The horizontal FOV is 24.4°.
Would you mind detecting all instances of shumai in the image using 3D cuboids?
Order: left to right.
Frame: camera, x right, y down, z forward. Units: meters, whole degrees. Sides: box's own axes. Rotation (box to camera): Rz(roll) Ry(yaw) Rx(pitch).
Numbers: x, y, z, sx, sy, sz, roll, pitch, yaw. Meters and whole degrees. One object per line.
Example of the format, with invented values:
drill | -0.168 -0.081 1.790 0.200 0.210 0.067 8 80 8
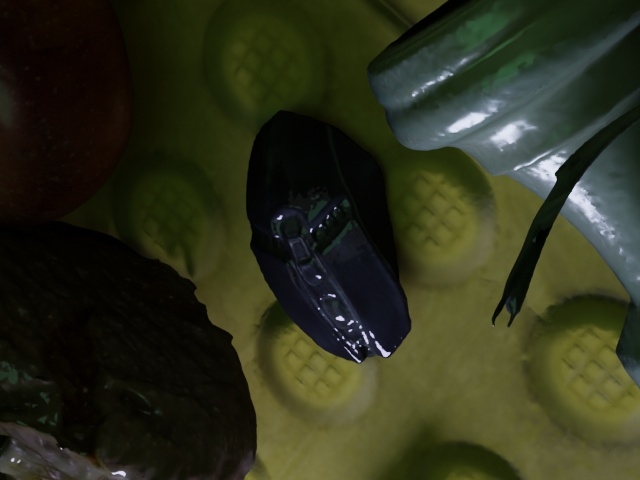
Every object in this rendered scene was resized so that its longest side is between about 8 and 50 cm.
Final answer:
shumai | -0.229 0.148 1.148 0.346 0.217 0.283 35 121 14

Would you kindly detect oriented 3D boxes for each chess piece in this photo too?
chess piece | 0.181 -0.030 0.869 0.194 0.194 0.299 -29 99 35

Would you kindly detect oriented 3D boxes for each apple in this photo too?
apple | -0.225 -0.115 1.095 0.201 0.162 0.201 18 127 25

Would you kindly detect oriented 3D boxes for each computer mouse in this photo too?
computer mouse | 0.000 0.000 1.050 0.106 0.062 0.192 -16 97 35

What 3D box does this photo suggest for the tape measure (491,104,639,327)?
tape measure | 0.239 -0.026 0.746 0.164 0.330 0.084 52 154 6
